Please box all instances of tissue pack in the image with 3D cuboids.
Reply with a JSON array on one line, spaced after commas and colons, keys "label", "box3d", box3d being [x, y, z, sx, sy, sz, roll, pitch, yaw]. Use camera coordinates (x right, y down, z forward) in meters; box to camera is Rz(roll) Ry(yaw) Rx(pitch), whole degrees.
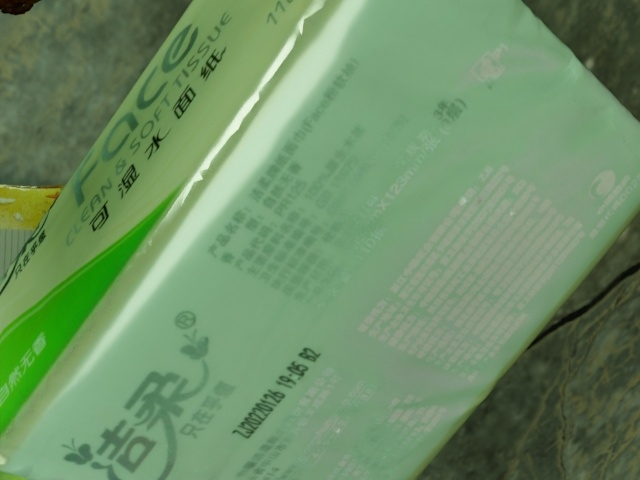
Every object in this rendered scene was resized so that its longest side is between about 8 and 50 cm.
[{"label": "tissue pack", "box3d": [0.000, 0.000, 0.593, 0.332, 0.205, 0.405, 30, 104, -35]}]

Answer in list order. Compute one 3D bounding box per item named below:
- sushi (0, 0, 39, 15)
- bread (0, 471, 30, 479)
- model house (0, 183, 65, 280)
[{"label": "sushi", "box3d": [-0.156, -0.295, 0.524, 0.167, 0.179, 0.296, 8, 101, 16]}, {"label": "bread", "box3d": [-0.227, 0.314, 0.859, 0.302, 0.045, 0.301, -1, 118, -2]}, {"label": "model house", "box3d": [-0.280, 0.063, 0.712, 0.220, 0.136, 0.207, 0, 77, -21]}]
